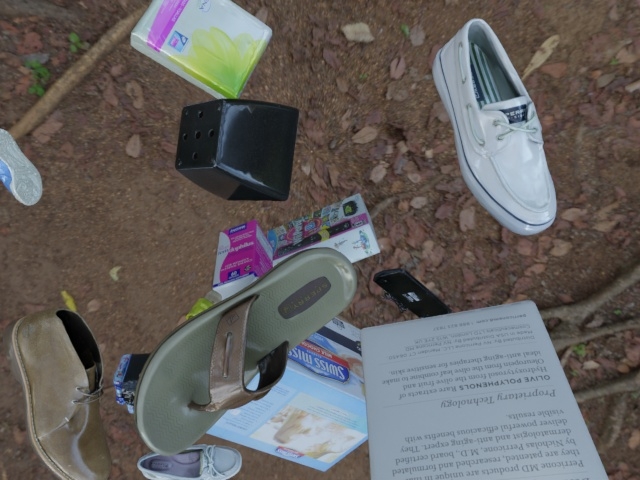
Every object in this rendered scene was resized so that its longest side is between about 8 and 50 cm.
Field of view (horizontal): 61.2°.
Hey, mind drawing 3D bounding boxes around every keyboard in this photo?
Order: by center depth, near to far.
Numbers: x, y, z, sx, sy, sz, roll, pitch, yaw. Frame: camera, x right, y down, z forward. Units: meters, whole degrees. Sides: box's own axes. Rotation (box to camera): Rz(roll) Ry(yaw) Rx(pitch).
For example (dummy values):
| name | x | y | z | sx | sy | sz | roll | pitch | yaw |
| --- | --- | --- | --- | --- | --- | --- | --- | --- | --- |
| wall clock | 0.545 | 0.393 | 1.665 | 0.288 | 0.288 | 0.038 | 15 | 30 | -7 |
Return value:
| name | x | y | z | sx | sy | sz | roll | pitch | yaw |
| --- | --- | --- | --- | --- | --- | --- | --- | --- | --- |
| keyboard | 0.171 | 0.097 | 1.052 | 0.100 | 0.038 | 0.192 | -17 | 139 | 35 |

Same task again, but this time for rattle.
| name | x | y | z | sx | sy | sz | roll | pitch | yaw |
| --- | --- | --- | --- | --- | --- | --- | --- | --- | --- |
| rattle | -0.198 | 0.193 | 0.914 | 0.142 | 0.130 | 0.200 | 28 | 106 | -21 |

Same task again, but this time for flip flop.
| name | x | y | z | sx | sy | sz | roll | pitch | yaw |
| --- | --- | --- | --- | --- | --- | --- | --- | --- | --- |
| flip flop | -0.069 | 0.112 | 0.551 | 0.277 | 0.080 | 0.112 | -36 | 118 | -10 |

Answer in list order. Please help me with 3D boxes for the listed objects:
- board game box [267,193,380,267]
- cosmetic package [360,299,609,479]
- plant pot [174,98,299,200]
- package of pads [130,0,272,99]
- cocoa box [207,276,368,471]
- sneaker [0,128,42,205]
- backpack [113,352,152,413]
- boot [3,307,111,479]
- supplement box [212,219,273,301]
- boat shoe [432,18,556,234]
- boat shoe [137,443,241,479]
| name | x | y | z | sx | sy | sz | roll | pitch | yaw |
| --- | --- | --- | --- | --- | --- | --- | --- | --- | --- |
| board game box | 0.000 | 0.000 | 1.535 | 0.303 | 0.224 | 0.098 | -23 | 114 | 8 |
| cosmetic package | 0.122 | 0.245 | 0.362 | 0.155 | 0.366 | 0.197 | -11 | 130 | 8 |
| plant pot | -0.173 | -0.183 | 1.054 | 0.188 | 0.167 | 0.188 | 4 | 86 | 39 |
| package of pads | -0.297 | -0.524 | 1.391 | 0.296 | 0.101 | 0.229 | 30 | 77 | -18 |
| cocoa box | -0.059 | 0.284 | 1.116 | 0.347 | 0.228 | 0.231 | 32 | 114 | -31 |
| sneaker | -0.563 | -0.135 | 0.967 | 0.084 | 0.058 | 0.152 | 16 | 139 | 31 |
| backpack | -0.550 | 0.448 | 1.644 | 0.116 | 0.158 | 0.173 | 1 | 124 | -4 |
| boot | -0.393 | 0.254 | 0.860 | 0.115 | 0.112 | 0.305 | -19 | 94 | 18 |
| supplement box | -0.192 | 0.066 | 1.373 | 0.111 | 0.220 | 0.114 | -20 | 126 | 10 |
| boat shoe | 0.176 | -0.116 | 0.543 | 0.083 | 0.076 | 0.226 | -20 | 75 | -15 |
| boat shoe | -0.414 | 0.713 | 1.725 | 0.320 | 0.103 | 0.118 | 3 | 65 | -5 |
